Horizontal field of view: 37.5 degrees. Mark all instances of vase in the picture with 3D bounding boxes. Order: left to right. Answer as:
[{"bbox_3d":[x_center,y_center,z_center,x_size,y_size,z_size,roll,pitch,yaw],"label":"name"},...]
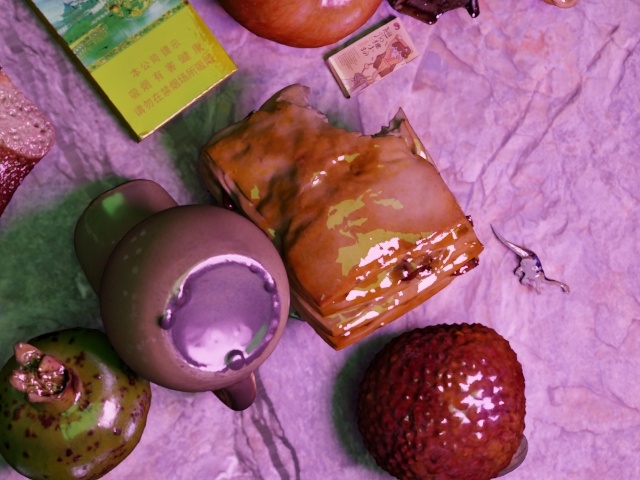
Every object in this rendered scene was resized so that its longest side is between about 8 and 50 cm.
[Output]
[{"bbox_3d":[-0.178,0.096,1.283,0.241,0.302,0.329,-32,118,-21],"label":"vase"}]

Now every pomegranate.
[{"bbox_3d":[-0.331,0.208,1.227,0.211,0.263,0.210,1,66,-2],"label":"pomegranate"}]

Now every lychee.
[{"bbox_3d":[0.183,0.244,1.402,0.261,0.260,0.260,1,88,-19],"label":"lychee"}]

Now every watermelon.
[{"bbox_3d":[0.281,0.340,1.515,0.111,0.078,0.078,-22,95,-16],"label":"watermelon"}]

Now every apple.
[{"bbox_3d":[-0.019,-0.423,1.329,0.278,0.250,0.309,-33,116,-18],"label":"apple"}]

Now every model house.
[{"bbox_3d":[0.156,-0.425,1.495,0.152,0.106,0.165,-19,59,-7],"label":"model house"}]

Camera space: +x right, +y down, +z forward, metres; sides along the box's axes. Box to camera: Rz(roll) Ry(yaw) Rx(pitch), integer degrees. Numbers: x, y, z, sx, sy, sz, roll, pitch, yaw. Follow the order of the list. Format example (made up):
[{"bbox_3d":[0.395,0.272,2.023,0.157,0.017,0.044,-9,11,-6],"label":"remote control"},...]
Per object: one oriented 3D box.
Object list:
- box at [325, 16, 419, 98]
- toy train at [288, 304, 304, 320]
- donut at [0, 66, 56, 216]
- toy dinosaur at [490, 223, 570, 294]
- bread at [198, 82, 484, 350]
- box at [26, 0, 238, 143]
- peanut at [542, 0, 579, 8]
[{"bbox_3d":[0.085,-0.291,1.497,0.149,0.020,0.073,-34,98,-17],"label":"box"},{"bbox_3d":[0.001,0.000,1.444,0.048,0.055,0.251,21,81,-8],"label":"toy train"},{"bbox_3d":[-0.451,-0.115,1.269,0.126,0.144,0.186,38,47,-20],"label":"donut"},{"bbox_3d":[0.344,0.045,1.567,0.180,0.037,0.058,44,52,-19],"label":"toy dinosaur"},{"bbox_3d":[0.039,-0.056,1.333,0.314,0.191,0.370,-31,89,-10],"label":"bread"},{"bbox_3d":[-0.293,-0.328,1.358,0.187,0.047,0.335,-40,100,-15],"label":"box"},{"bbox_3d":[0.348,-0.520,1.533,0.147,0.147,0.305,-24,96,-18],"label":"peanut"}]
